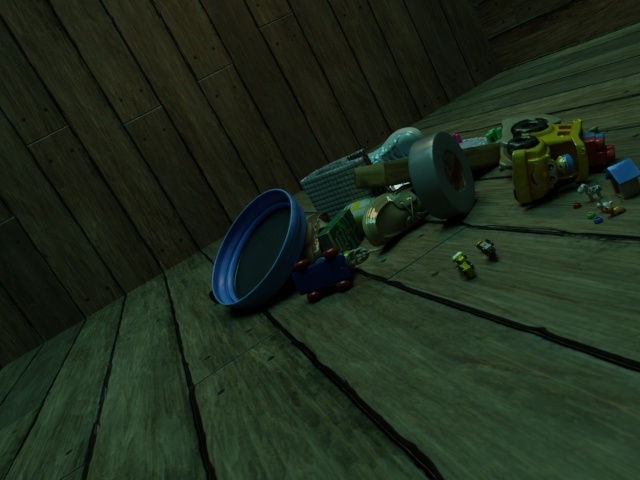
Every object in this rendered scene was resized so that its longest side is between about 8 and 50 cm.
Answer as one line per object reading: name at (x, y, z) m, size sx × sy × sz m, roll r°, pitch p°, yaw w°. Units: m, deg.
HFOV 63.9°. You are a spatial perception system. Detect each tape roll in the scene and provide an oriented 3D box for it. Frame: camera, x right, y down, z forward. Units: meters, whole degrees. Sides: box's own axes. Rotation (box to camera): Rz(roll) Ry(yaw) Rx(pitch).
tape roll at (0.318, -0.168, 1.334) m, size 0.072 × 0.219 × 0.219 m, roll -17°, pitch 17°, yaw 39°

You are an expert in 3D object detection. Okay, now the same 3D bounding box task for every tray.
tray at (0.330, -0.228, 1.591) m, size 0.410 × 0.076 × 0.202 m, roll -14°, pitch 7°, yaw -22°

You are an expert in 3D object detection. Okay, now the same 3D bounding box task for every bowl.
bowl at (-0.188, 0.029, 1.570) m, size 0.391 × 0.077 × 0.391 m, roll -34°, pitch 40°, yaw 34°

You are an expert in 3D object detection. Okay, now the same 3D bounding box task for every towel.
towel at (0.097, -0.166, 1.760) m, size 0.283 × 0.235 × 0.121 m, roll -17°, pitch 17°, yaw 44°

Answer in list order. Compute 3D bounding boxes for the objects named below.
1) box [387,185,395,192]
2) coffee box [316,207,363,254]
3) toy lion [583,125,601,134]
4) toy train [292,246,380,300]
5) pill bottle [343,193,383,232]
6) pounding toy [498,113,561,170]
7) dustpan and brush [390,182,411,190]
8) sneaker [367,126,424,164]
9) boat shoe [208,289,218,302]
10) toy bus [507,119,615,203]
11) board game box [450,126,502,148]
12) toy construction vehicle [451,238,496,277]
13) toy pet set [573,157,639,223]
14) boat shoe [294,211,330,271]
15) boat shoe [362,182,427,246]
box at (0.253, -0.174, 1.839) m, size 0.083 × 0.062 × 0.052 m, roll -35°, pitch 16°, yaw -24°
coffee box at (0.061, -0.008, 1.509) m, size 0.040 × 0.113 × 0.184 m, roll -17°, pitch 16°, yaw 32°
toy lion at (0.679, -0.262, 1.370) m, size 0.100 × 0.034 × 0.096 m, roll -31°, pitch 6°, yaw -9°
toy train at (0.062, 0.059, 1.309) m, size 0.247 × 0.105 × 0.143 m, roll -23°, pitch 1°, yaw 23°
pill bottle at (0.166, -0.085, 1.596) m, size 0.184 × 0.103 × 0.103 m, roll -15°, pitch 19°, yaw 44°
pounding toy at (0.581, -0.254, 1.435) m, size 0.154 × 0.155 × 0.270 m, roll 4°, pitch 38°, yaw 19°
dustpan and brush at (0.291, -0.176, 1.729) m, size 0.147 × 0.060 × 0.211 m, roll -10°, pitch 55°, yaw 28°
sneaker at (0.248, -0.298, 1.993) m, size 0.366 × 0.135 × 0.150 m, roll -33°, pitch 18°, yaw 47°
boat shoe at (-0.303, 0.156, 1.744) m, size 0.177 × 0.064 × 0.060 m, roll -24°, pitch 16°, yaw 31°
toy bus at (0.544, -0.185, 1.159) m, size 0.211 × 0.150 × 0.220 m, roll -1°, pitch 29°, yaw 31°
board game box at (0.457, -0.316, 1.979) m, size 0.389 × 0.050 × 0.390 m, roll -31°, pitch 13°, yaw -7°
toy construction vehicle at (0.306, 0.037, 1.017) m, size 0.086 × 0.035 × 0.098 m, roll -39°, pitch 10°, yaw 3°
toy pet set at (0.537, -0.099, 0.962) m, size 0.114 × 0.065 × 0.122 m, roll -26°, pitch 14°, yaw 13°
boat shoe at (0.000, 0.000, 1.620) m, size 0.116 × 0.123 × 0.324 m, roll -19°, pitch 25°, yaw 22°
boat shoe at (0.235, -0.095, 1.448) m, size 0.110 × 0.122 × 0.341 m, roll -17°, pitch 16°, yaw 43°
